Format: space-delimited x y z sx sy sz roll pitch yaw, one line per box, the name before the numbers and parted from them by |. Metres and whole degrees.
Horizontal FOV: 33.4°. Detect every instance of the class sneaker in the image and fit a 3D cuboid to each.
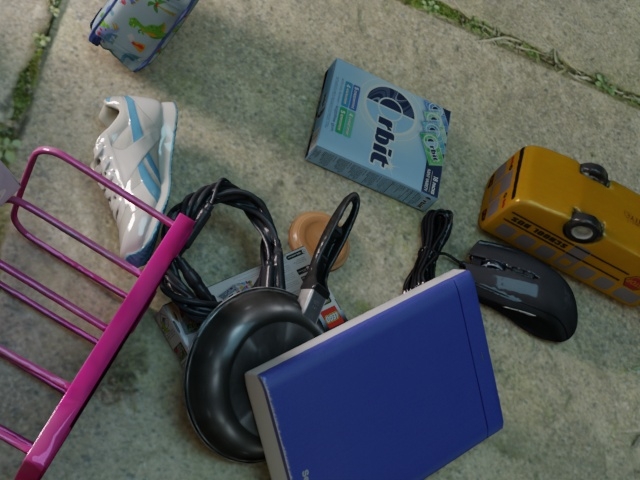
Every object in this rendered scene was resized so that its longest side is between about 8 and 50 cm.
sneaker | -0.221 -0.069 1.235 0.092 0.087 0.229 9 54 -15

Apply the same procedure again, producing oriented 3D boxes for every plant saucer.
plant saucer | 0.000 0.000 1.350 0.083 0.013 0.083 12 60 -21

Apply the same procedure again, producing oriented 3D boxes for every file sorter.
file sorter | -0.288 0.086 1.041 0.182 0.202 0.291 31 54 -6

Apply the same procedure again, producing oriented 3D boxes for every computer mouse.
computer mouse | 0.234 0.073 1.404 0.262 0.060 0.184 33 53 -8

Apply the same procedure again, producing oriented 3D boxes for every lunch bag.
lunch bag | -0.187 -0.318 1.294 0.090 0.219 0.176 35 55 -15

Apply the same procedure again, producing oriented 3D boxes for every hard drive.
hard drive | 0.074 0.185 1.218 0.318 0.040 0.210 -23 107 -35

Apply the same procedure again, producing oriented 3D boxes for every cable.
cable | -0.114 0.014 1.223 0.150 0.047 0.184 3 67 -21

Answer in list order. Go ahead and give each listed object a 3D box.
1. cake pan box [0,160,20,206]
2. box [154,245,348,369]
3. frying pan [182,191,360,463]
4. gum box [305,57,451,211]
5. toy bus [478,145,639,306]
cake pan box | -0.451 -0.031 0.982 0.245 0.070 0.267 31 71 31
box | -0.077 0.093 1.246 0.207 0.036 0.114 -22 77 -34
frying pan | -0.015 0.113 1.203 0.326 0.053 0.197 -40 115 -27
gum box | 0.082 -0.144 1.452 0.184 0.041 0.157 23 56 -16
toy bus | 0.397 -0.006 1.487 0.332 0.130 0.108 26 55 -13
